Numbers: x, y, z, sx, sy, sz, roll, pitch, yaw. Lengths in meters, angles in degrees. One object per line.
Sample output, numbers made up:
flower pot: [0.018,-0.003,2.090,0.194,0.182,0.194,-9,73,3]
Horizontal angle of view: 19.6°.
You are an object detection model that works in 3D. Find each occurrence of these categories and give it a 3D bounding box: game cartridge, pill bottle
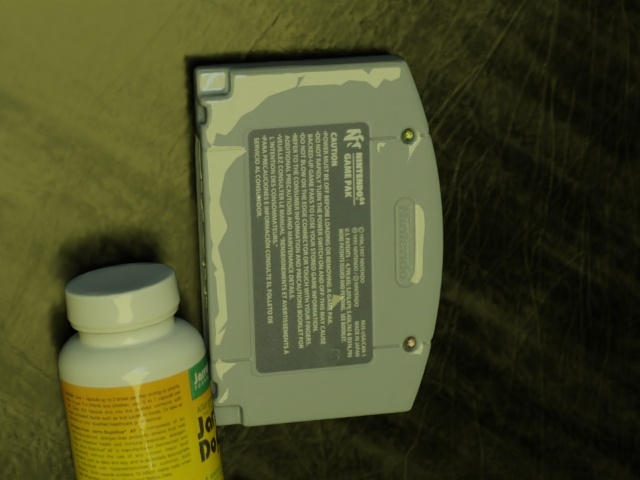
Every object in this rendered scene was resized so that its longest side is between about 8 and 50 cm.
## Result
game cartridge: [0.000,0.000,1.485,0.196,0.060,0.294,-3,105,-8]
pill bottle: [-0.142,0.128,1.453,0.117,0.117,0.208,-10,105,-9]
